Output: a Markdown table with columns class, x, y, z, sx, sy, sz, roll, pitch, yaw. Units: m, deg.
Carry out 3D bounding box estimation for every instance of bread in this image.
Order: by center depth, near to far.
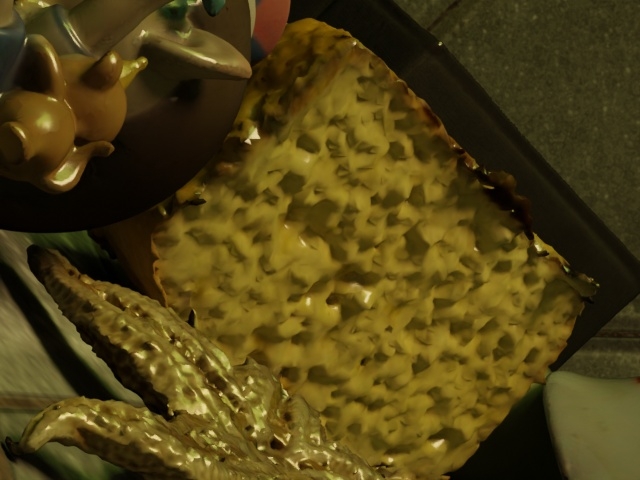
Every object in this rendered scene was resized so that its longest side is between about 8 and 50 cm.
| class | x | y | z | sx | sy | sz | roll | pitch | yaw |
| --- | --- | --- | --- | --- | --- | --- | --- | --- | --- |
| bread | -0.004 | 0.000 | 0.808 | 0.260 | 0.160 | 0.147 | 38 | 4 | -44 |

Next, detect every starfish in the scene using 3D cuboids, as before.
| class | x | y | z | sx | sy | sz | roll | pitch | yaw |
| --- | --- | --- | --- | --- | --- | --- | --- | --- | --- |
| starfish | -0.026 | 0.081 | 0.614 | 0.236 | 0.062 | 0.277 | 42 | 6 | 39 |

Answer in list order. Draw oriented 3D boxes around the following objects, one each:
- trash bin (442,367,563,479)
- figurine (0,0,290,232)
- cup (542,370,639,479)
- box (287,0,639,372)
| class | x | y | z | sx | sy | sz | roll | pitch | yaw |
| --- | --- | --- | --- | --- | --- | --- | --- | --- | --- |
| trash bin | 0.038 | 0.039 | 1.113 | 0.247 | 0.121 | 0.243 | 46 | 3 | -43 |
| figurine | -0.101 | -0.082 | 0.588 | 0.161 | 0.158 | 0.275 | 2 | -1 | 13 |
| cup | 0.281 | 0.197 | 1.014 | 0.347 | 0.163 | 0.347 | 55 | 15 | -23 |
| box | 0.054 | -0.043 | 1.384 | 0.345 | 0.204 | 0.251 | 42 | 6 | -40 |
